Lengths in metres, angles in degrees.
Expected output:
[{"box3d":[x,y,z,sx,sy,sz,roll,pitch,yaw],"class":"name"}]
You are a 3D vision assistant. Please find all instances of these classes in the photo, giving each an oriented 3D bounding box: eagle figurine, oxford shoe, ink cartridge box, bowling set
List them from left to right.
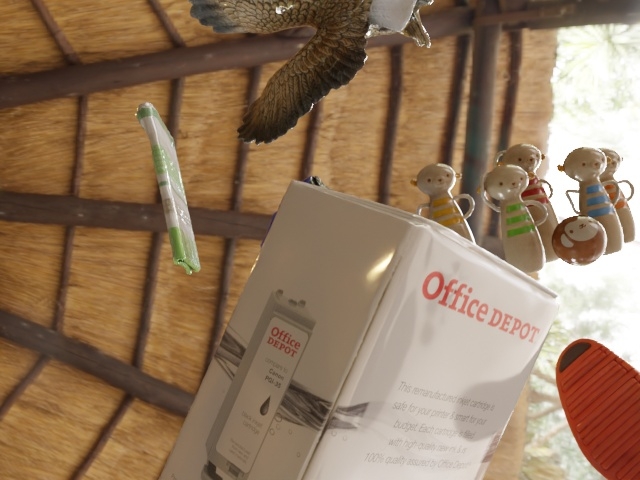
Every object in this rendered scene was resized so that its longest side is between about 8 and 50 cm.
[{"box3d":[-0.008,-0.278,0.890,0.298,0.226,0.225,-18,-43,-5],"class":"eagle figurine"},{"box3d":[0.026,0.128,0.463,0.207,0.117,0.283,24,-90,-46],"class":"ink cartridge box"},{"box3d":[0.269,-0.050,0.772,0.287,0.200,0.154,-13,-91,-8],"class":"bowling set"},{"box3d":[0.335,0.213,0.658,0.098,0.271,0.097,16,-56,-43],"class":"oxford shoe"}]

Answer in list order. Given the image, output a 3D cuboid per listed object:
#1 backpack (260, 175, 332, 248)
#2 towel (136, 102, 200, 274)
[{"box3d":[0.000,0.000,0.793,0.120,0.101,0.098,37,-131,-21],"class":"backpack"},{"box3d":[-0.150,-0.046,0.659,0.113,0.023,0.152,98,158,-80],"class":"towel"}]
